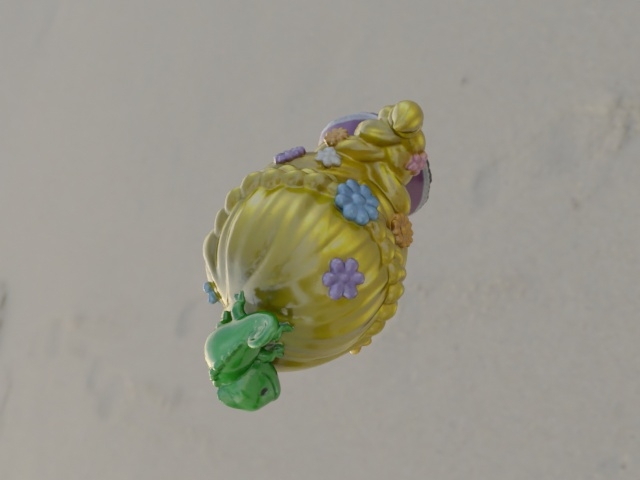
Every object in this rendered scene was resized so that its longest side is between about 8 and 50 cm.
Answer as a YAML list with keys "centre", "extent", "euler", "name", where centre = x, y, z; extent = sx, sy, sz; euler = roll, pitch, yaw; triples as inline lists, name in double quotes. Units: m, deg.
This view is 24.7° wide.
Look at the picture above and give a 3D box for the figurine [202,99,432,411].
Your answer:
- centre: [0.000, 0.000, 0.671]
  extent: [0.156, 0.095, 0.115]
  euler: [-49, -7, -38]
  name: "figurine"
